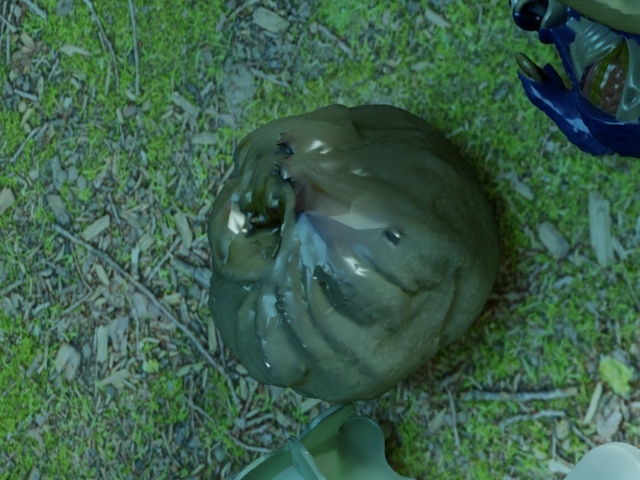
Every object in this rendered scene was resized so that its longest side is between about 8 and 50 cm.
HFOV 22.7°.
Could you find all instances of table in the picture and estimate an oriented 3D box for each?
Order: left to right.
[{"bbox_3d":[0.032,0.268,1.410,0.198,0.166,0.166,51,120,20],"label":"table"}]

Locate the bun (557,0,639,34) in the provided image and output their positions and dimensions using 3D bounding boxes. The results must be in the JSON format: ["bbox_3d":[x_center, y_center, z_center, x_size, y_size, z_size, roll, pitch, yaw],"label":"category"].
[{"bbox_3d":[0.251,-0.333,1.138,0.202,0.364,0.364,-133,54,-74],"label":"bun"}]

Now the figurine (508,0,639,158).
[{"bbox_3d":[0.240,-0.143,1.267,0.262,0.120,0.164,57,161,35],"label":"figurine"}]

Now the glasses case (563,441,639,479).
[{"bbox_3d":[0.206,0.269,1.314,0.092,0.059,0.233,46,118,30],"label":"glasses case"}]

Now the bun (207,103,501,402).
[{"bbox_3d":[0.012,0.004,1.366,0.281,0.205,0.282,-9,73,29],"label":"bun"}]
